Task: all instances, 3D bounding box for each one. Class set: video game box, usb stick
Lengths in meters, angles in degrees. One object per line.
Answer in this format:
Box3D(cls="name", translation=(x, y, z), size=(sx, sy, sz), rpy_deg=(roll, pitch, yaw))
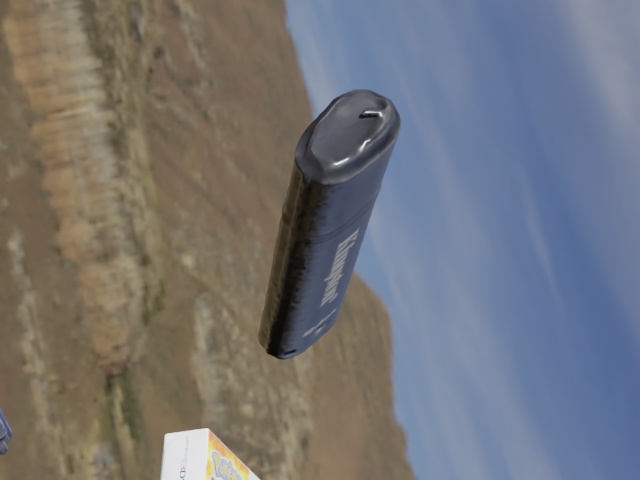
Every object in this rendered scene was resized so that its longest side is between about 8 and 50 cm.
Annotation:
Box3D(cls="video game box", translation=(-0.075, 0.283, 1.063), size=(0.205, 0.048, 0.187), rpy_deg=(56, 27, -51))
Box3D(cls="usb stick", translation=(0.000, 0.000, 0.832), size=(0.045, 0.077, 0.278), rpy_deg=(36, -27, 11))

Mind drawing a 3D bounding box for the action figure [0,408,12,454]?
Box3D(cls="action figure", translation=(-0.305, 0.081, 0.777), size=(0.330, 0.178, 0.341), rpy_deg=(51, -19, 51))
